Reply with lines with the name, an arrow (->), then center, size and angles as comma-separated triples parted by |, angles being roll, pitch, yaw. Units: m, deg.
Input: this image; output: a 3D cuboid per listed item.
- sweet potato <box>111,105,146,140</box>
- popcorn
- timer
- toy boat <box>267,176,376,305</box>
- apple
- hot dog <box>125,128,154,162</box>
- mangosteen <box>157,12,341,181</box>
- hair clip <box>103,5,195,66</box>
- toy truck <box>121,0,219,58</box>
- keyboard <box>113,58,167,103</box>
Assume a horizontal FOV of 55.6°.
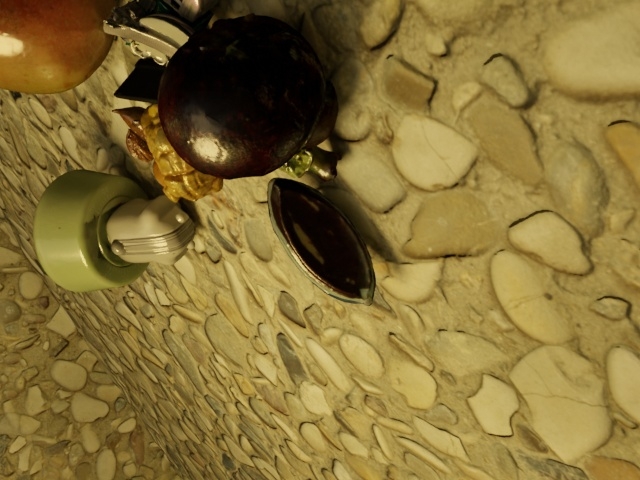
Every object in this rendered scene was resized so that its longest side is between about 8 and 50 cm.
sweet potato -> -0.308, -0.201, 1.213 | 0.226, 0.068, 0.068 | 43, 150, -20
popcorn -> -0.241, -0.167, 1.098 | 0.163, 0.140, 0.194 | 2, 113, 59
timer -> -0.427, -0.022, 1.383 | 0.315, 0.291, 0.291 | 0, 124, 23
toy boat -> 0.000, 0.000, 0.998 | 0.262, 0.114, 0.115 | 52, 178, -2
apple -> -0.512, -0.418, 1.026 | 0.338, 0.338, 0.305 | 53, 166, -2
hot dog -> -0.397, -0.207, 1.327 | 0.058, 0.035, 0.083 | -2, 119, 55
mangosteen -> -0.081, -0.166, 0.841 | 0.231, 0.231, 0.289 | 4, 145, 48
hair clip -> -0.231, -0.283, 0.894 | 0.172, 0.049, 0.116 | 28, 155, -12
toy truck -> -0.217, -0.352, 0.922 | 0.116, 0.110, 0.216 | 43, 147, -10
keyboard -> -0.245, -0.272, 1.040 | 0.309, 0.101, 0.018 | 16, 158, 40
